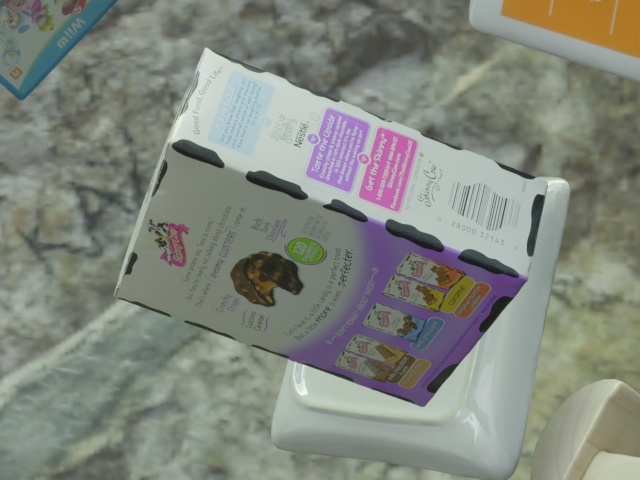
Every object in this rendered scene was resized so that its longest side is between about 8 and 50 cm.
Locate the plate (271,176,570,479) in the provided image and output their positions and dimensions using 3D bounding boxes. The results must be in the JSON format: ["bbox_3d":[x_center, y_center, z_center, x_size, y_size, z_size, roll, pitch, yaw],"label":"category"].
[{"bbox_3d":[0.077,0.066,1.375,0.045,0.278,0.277,29,-111,-48],"label":"plate"}]

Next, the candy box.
[{"bbox_3d":[0.000,0.000,0.827,0.196,0.165,0.070,21,-124,-6],"label":"candy box"}]

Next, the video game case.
[{"bbox_3d":[-0.218,-0.186,1.028,0.119,0.015,0.166,-47,-44,-3],"label":"video game case"}]

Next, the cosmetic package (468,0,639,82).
[{"bbox_3d":[0.312,-0.155,0.690,0.161,0.453,0.230,-31,-45,-49],"label":"cosmetic package"}]

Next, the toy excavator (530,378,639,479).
[{"bbox_3d":[0.389,0.148,1.161,0.222,0.433,0.445,38,-77,-28],"label":"toy excavator"}]
